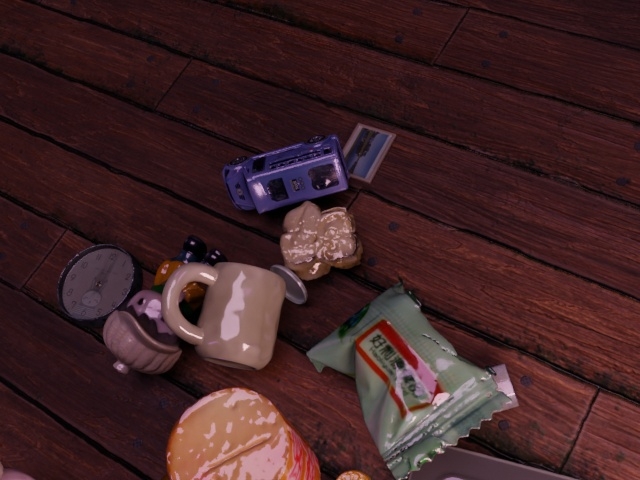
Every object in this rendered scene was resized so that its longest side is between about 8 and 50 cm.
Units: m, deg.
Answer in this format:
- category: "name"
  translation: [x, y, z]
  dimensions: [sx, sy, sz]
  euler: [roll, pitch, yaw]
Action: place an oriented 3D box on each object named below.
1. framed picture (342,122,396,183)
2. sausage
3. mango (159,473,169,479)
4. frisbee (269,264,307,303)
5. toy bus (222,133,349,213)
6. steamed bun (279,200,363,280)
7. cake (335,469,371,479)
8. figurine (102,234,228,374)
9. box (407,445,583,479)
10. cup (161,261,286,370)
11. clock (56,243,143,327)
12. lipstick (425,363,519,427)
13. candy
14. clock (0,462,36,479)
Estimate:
- category: "framed picture"
  translation: [0.107, -0.215, 1.875]
  dimensions: [0.109, 0.011, 0.149]
  euler: [20, 69, 25]
- category: "sausage"
  translation: [-0.135, 0.422, 1.443]
  dimensions: [0.233, 0.287, 0.233]
  euler: [-5, 61, 8]
- category: "mango"
  translation: [-0.295, 0.554, 1.502]
  dimensions: [0.136, 0.166, 0.236]
  euler: [30, 44, -15]
- category: "frisbee"
  translation: [-0.070, 0.097, 1.704]
  dimensions: [0.110, 0.110, 0.014]
  euler: [32, 59, 28]
- category: "toy bus"
  translation: [-0.085, -0.146, 1.802]
  dimensions: [0.292, 0.125, 0.133]
  euler: [-14, 27, 8]
- category: "steamed bun"
  translation: [0.000, 0.000, 1.739]
  dimensions: [0.178, 0.106, 0.192]
  euler: [-14, 59, 3]
- category: "cake"
  translation: [0.064, 0.488, 1.488]
  dimensions: [0.084, 0.044, 0.084]
  euler: [-6, 62, 12]
- category: "figurine"
  translation: [-0.344, 0.158, 1.737]
  dimensions: [0.185, 0.204, 0.332]
  euler: [29, 46, 11]
- category: "box"
  translation: [0.305, 0.576, 1.345]
  dimensions: [0.367, 0.090, 0.373]
  euler: [9, 65, 21]
- category: "cup"
  translation: [-0.194, 0.152, 1.615]
  dimensions: [0.173, 0.255, 0.202]
  euler: [1, 70, 33]
- category: "clock"
  translation: [-0.541, 0.107, 1.874]
  dimensions: [0.215, 0.042, 0.214]
  euler: [-7, 60, 13]
- category: "lipstick"
  translation: [0.255, 0.319, 1.505]
  dimensions: [0.253, 0.079, 0.077]
  euler: [-20, 54, 11]
- category: "candy"
  translation: [0.156, 0.256, 1.476]
  dimensions: [0.263, 0.172, 0.398]
  euler: [-39, 43, -3]
- category: "clock"
  translation: [-0.664, 0.588, 1.485]
  dimensions: [0.184, 0.325, 0.342]
  euler: [-5, 62, 15]
